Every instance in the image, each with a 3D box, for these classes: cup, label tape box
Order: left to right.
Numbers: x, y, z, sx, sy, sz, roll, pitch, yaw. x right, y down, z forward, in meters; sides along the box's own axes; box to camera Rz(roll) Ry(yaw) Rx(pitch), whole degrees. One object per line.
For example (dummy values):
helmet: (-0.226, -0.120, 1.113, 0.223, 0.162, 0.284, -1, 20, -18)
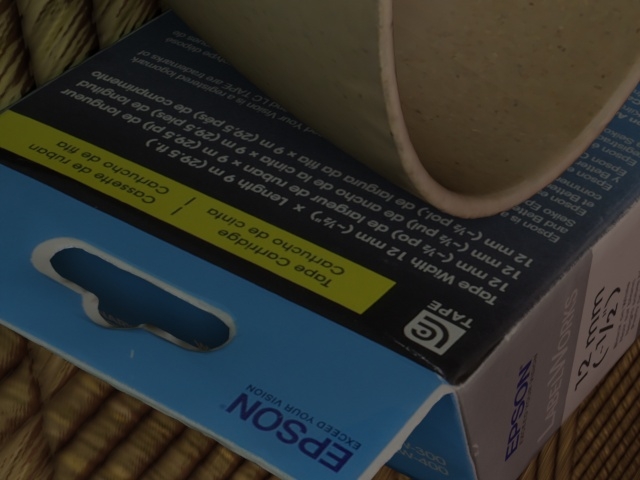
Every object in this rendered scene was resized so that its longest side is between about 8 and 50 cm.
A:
label tape box: (0.000, 0.000, 0.806, 0.348, 0.249, 0.115, -41, 146, -43)
cup: (0.013, -0.203, 0.661, 0.331, 0.237, 0.331, -46, 149, -38)
